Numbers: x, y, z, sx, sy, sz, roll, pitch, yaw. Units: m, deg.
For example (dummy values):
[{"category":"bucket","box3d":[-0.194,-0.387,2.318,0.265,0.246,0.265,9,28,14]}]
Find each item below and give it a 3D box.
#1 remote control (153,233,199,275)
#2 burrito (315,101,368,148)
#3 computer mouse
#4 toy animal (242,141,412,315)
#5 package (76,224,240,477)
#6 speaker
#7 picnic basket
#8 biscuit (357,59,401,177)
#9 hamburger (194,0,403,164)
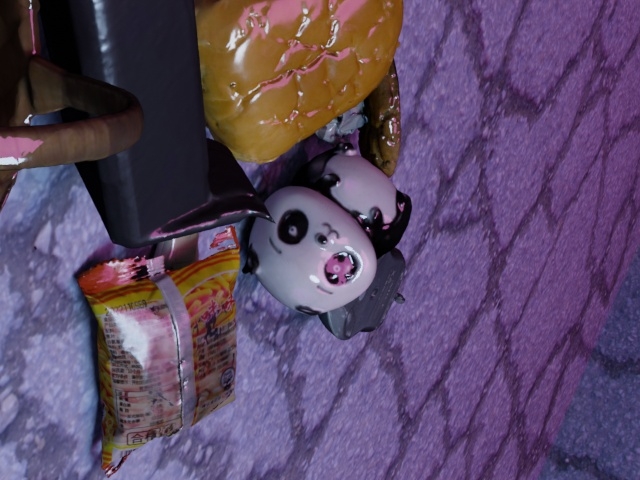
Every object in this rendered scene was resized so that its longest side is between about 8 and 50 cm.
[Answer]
[{"category":"remote control","box3d":[-0.178,-0.012,1.429,0.074,0.032,0.122,-11,113,-59]},{"category":"burrito","box3d":[0.006,-0.286,1.540,0.139,0.101,0.445,-68,157,-49]},{"category":"computer mouse","box3d":[0.067,0.077,1.863,0.167,0.090,0.379,-65,160,1]},{"category":"toy animal","box3d":[0.005,-0.006,1.608,0.235,0.187,0.165,-48,178,-40]},{"category":"package","box3d":[-0.181,0.139,1.404,0.223,0.108,0.288,-23,128,-39]},{"category":"speaker","box3d":[-0.163,-0.165,1.132,0.184,0.180,0.388,-20,140,-17]},{"category":"picnic basket","box3d":[-0.298,-0.110,0.873,0.293,0.337,0.337,-19,120,-57]},{"category":"biscuit","box3d":[0.079,-0.202,1.665,0.226,0.042,0.226,174,-90,-82]},{"category":"hamburger","box3d":[-0.035,-0.244,1.358,0.319,0.158,0.318,-21,131,-26]}]
